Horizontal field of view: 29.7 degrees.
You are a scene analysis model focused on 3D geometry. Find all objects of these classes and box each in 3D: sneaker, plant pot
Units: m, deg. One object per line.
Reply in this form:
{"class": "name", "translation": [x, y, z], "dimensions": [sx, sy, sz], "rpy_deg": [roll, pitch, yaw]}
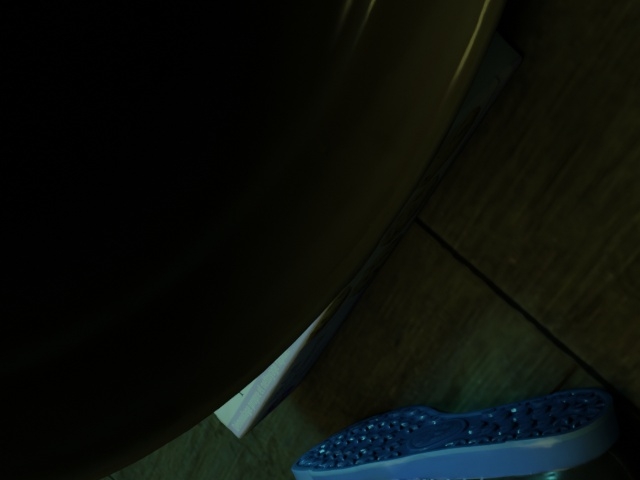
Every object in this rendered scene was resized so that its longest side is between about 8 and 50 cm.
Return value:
{"class": "sneaker", "translation": [0.078, 0.143, 0.669], "dimensions": [0.232, 0.081, 0.090], "rpy_deg": [-15, 101, 49]}
{"class": "plant pot", "translation": [-0.128, -0.120, 0.408], "dimensions": [0.280, 0.323, 0.323], "rpy_deg": [33, 139, 25]}

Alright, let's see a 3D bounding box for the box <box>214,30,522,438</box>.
{"class": "box", "translation": [0.000, 0.000, 0.646], "dimensions": [0.063, 0.067, 0.324], "rpy_deg": [44, 141, 10]}
